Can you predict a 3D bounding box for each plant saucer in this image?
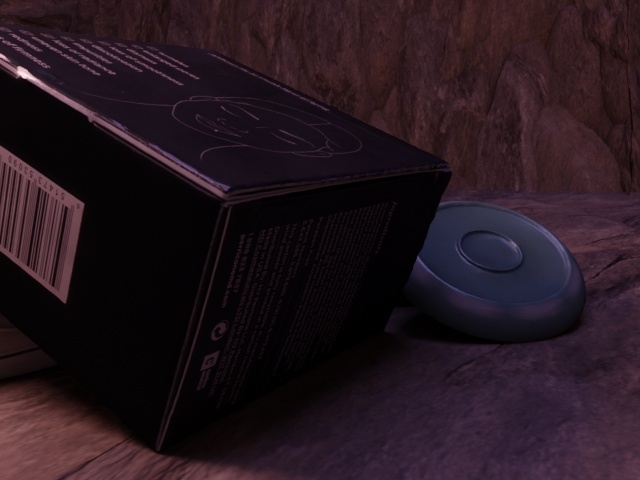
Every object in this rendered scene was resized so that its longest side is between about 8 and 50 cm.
[{"bbox_3d":[0.260,0.028,1.066,0.317,0.044,0.318,5,39,-4],"label":"plant saucer"}]

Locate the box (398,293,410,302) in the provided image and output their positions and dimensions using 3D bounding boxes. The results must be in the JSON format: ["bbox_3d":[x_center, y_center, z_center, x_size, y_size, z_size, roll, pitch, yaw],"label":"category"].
[{"bbox_3d":[0.159,0.030,1.242,0.247,0.142,0.163,-3,8,-14],"label":"box"}]

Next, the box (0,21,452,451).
[{"bbox_3d":[-0.167,-0.056,0.895,0.479,0.298,0.471,31,25,26],"label":"box"}]

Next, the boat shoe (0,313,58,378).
[{"bbox_3d":[-0.425,0.091,0.918,0.135,0.157,0.367,7,13,43],"label":"boat shoe"}]
